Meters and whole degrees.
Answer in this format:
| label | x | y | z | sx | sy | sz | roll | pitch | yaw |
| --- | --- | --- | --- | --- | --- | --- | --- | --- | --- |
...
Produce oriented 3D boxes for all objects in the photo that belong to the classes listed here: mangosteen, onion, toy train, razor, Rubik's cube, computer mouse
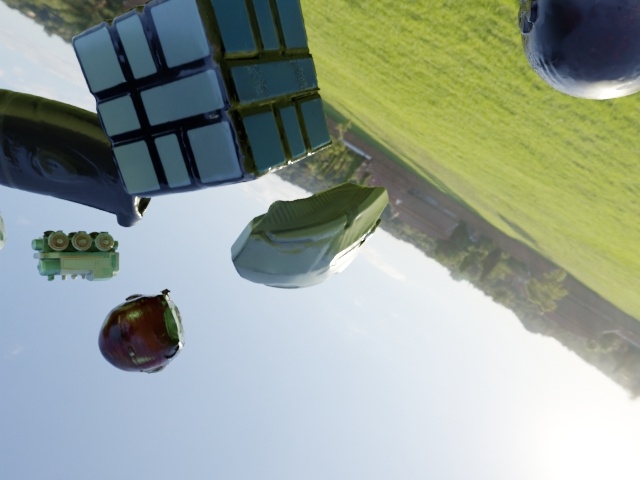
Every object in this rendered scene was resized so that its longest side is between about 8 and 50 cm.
| label | x | y | z | sx | sy | sz | roll | pitch | yaw |
| --- | --- | --- | --- | --- | --- | --- | --- | --- | --- |
| mangosteen | 0.451 | -0.369 | 0.712 | 0.294 | 0.296 | 0.297 | -13 | -162 | -9 |
| onion | -0.236 | 0.121 | 0.627 | 0.119 | 0.118 | 0.117 | 34 | 161 | 14 |
| toy train | -0.583 | 0.037 | 1.137 | 0.194 | 0.125 | 0.081 | 0 | 177 | -44 |
| razor | -0.490 | -0.161 | 0.920 | 0.350 | 0.204 | 0.113 | 17 | -148 | 2 |
| Rubik's cube | -0.186 | -0.248 | 0.819 | 0.294 | 0.283 | 0.288 | -6 | -161 | 33 |
| computer mouse | 0.004 | 0.001 | 1.076 | 0.429 | 0.228 | 0.145 | -21 | -127 | -34 |

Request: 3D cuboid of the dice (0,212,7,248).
| label | x | y | z | sx | sy | sz | roll | pitch | yaw |
| --- | --- | --- | --- | --- | --- | --- | --- | --- | --- |
| dice | -0.681 | -0.037 | 0.621 | 0.330 | 0.348 | 0.328 | 64 | 165 | -19 |
